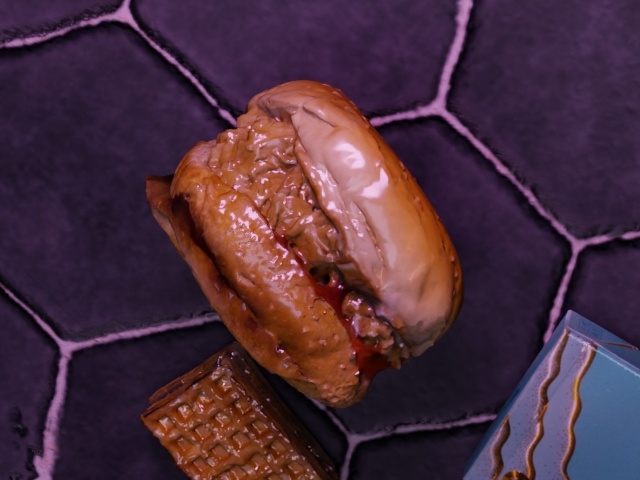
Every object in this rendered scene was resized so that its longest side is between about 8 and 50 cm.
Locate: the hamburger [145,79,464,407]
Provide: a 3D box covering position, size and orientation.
[{"bbox_3d":[0.000,0.000,1.297,0.163,0.244,0.244,-40,99,4],"label":"hamburger"}]

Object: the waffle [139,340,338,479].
[{"bbox_3d":[-0.064,0.165,1.477,0.102,0.042,0.148,-34,101,23],"label":"waffle"}]

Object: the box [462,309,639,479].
[{"bbox_3d":[0.247,0.175,1.399,0.229,0.041,0.162,30,116,1],"label":"box"}]
